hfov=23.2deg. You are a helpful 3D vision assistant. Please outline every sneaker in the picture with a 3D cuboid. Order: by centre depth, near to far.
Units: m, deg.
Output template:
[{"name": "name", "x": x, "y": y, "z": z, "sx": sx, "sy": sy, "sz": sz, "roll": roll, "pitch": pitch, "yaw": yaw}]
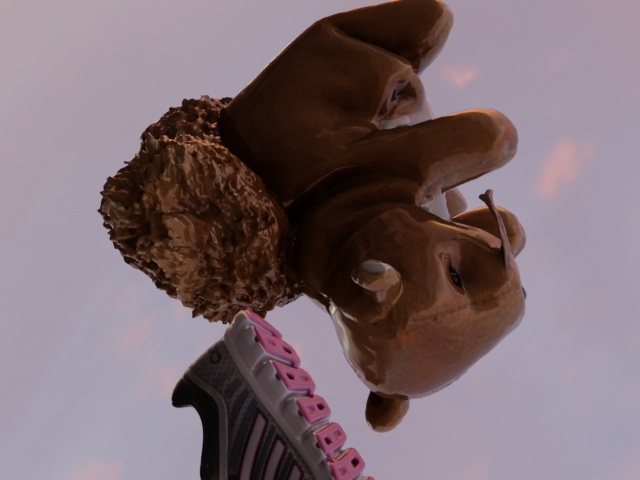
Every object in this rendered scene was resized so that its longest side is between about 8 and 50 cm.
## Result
[{"name": "sneaker", "x": -0.022, "y": 0.125, "z": 0.823, "sx": 0.074, "sy": 0.170, "sz": 0.063, "roll": -33, "pitch": 170, "yaw": 14}]

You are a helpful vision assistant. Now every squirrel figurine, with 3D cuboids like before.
[{"name": "squirrel figurine", "x": 0.000, "y": 0.000, "z": 1.420, "sx": 0.370, "sy": 0.396, "sz": 0.281, "roll": -103, "pitch": -169, "yaw": -48}]
